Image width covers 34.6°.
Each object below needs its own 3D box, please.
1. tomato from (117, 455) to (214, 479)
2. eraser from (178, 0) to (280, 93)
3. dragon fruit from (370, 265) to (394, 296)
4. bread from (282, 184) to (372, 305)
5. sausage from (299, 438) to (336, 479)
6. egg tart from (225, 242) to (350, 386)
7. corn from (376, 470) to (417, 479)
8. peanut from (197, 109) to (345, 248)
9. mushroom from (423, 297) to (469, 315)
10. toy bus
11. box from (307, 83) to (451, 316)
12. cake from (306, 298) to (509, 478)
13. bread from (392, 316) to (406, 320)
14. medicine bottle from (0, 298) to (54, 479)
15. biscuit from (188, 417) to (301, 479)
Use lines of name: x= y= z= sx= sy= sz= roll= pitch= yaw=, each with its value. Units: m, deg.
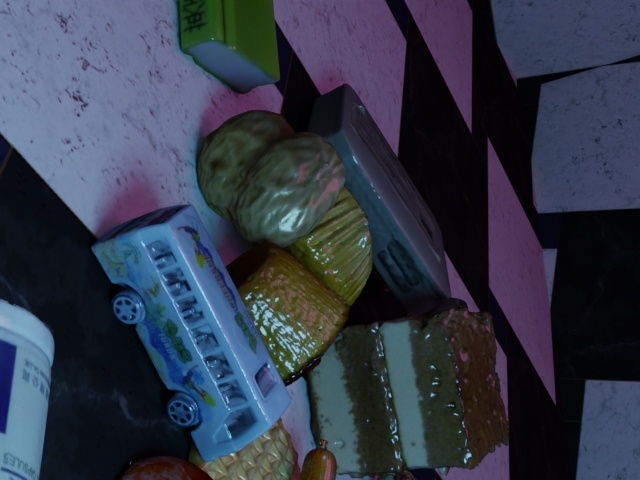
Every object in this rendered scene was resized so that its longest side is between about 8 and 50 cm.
tomato: x=-0.166 y=0.344 z=1.239 sx=0.189 sy=0.099 sz=0.173 roll=31 pitch=51 yaw=-57
eraser: x=-0.157 y=-0.409 z=1.721 sx=0.210 sy=0.092 sz=0.274 roll=27 pitch=54 yaw=-59
dragon fruit: x=0.139 y=0.065 z=2.125 sx=0.116 sy=0.081 sz=0.086 roll=31 pitch=44 yaw=-26
bread: x=-0.003 y=0.003 z=1.691 sx=0.240 sy=0.139 sz=0.240 roll=54 pitch=-13 yaw=18
sausage: x=-0.024 y=0.458 z=1.472 sx=0.053 sy=0.053 sz=0.348 roll=38 pitch=57 yaw=-55
egg tart: x=-0.078 y=0.114 z=1.475 sx=0.171 sy=0.215 sz=0.215 roll=50 pitch=30 yaw=-16
corn: x=0.107 y=0.500 z=1.773 sx=0.098 sy=0.098 sz=0.290 roll=69 pitch=24 yaw=-14
peanut: x=-0.082 y=-0.098 z=1.556 sx=0.197 sy=0.233 sz=0.110 roll=-50 pitch=148 yaw=-10
mushroom: x=0.267 y=0.198 z=2.297 sx=0.117 sy=0.141 sz=0.188 roll=30 pitch=33 yaw=-12
toy bus: x=-0.160 y=0.118 z=1.327 sx=0.330 sy=0.136 sz=0.109 roll=64 pitch=27 yaw=-12
box: x=0.112 y=-0.087 z=1.992 sx=0.396 sy=0.111 sz=0.396 roll=57 pitch=15 yaw=-18
cake: x=0.151 y=0.263 z=1.766 sx=0.255 sy=0.290 sz=0.282 roll=9 pitch=69 yaw=-64
bread: x=0.154 y=0.220 z=2.068 sx=0.105 sy=0.077 sz=0.152 roll=31 pitch=47 yaw=-60
medicine bottle: x=-0.329 y=0.221 z=0.827 sx=0.190 sy=0.190 sz=0.332 roll=44 pitch=38 yaw=-50
biscuit: x=-0.090 y=0.332 z=1.495 sx=0.309 sy=0.040 sz=0.205 roll=52 pitch=32 yaw=-44
